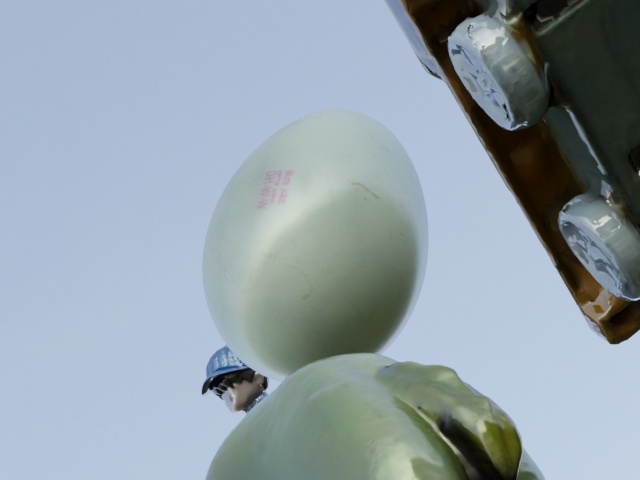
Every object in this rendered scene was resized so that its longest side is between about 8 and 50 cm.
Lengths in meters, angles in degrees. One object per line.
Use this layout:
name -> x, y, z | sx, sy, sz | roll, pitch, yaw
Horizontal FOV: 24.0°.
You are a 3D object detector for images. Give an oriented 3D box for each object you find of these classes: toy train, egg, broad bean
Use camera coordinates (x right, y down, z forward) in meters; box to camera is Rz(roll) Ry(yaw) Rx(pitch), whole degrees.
toy train -> 0.093, -0.058, 0.555 | 0.089, 0.127, 0.219 | -37, -67, -6
egg -> 0.000, 0.000, 1.248 | 0.183, 0.264, 0.183 | 10, -42, 9
broad bean -> 0.014, 0.131, 0.714 | 0.100, 0.169, 0.228 | 16, -38, -36

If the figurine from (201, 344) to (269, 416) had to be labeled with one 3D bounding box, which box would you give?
figurine -> -0.064, 0.166, 1.594 | 0.079, 0.136, 0.077 | -49, -5, -25
